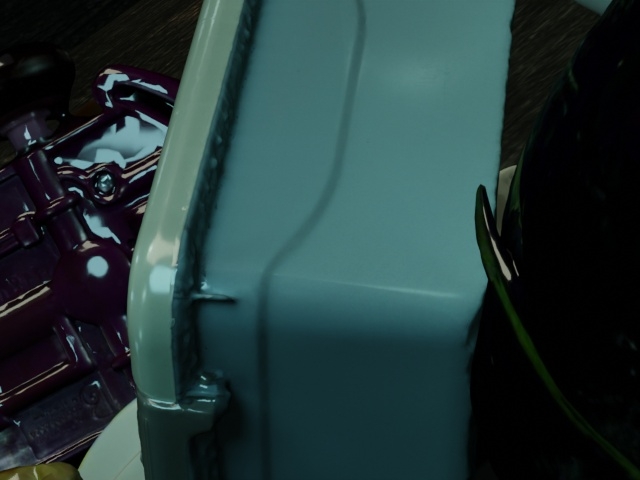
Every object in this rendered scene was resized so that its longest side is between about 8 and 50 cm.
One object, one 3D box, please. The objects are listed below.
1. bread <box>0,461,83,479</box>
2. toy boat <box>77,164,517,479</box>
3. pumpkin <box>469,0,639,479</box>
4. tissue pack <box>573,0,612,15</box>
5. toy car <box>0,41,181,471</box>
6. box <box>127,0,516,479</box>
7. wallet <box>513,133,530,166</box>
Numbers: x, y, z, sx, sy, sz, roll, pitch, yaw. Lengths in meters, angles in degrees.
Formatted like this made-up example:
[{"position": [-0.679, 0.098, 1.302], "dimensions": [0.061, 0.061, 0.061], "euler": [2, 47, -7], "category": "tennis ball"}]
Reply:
[{"position": [-0.225, 0.260, 0.634], "dimensions": [0.314, 0.191, 0.370], "euler": [-29, 12, 29], "category": "bread"}, {"position": [0.013, 0.083, 0.772], "dimensions": [0.269, 0.141, 0.141], "euler": [-29, 16, -10], "category": "toy boat"}, {"position": [0.198, 0.007, 0.502], "dimensions": [0.296, 0.296, 0.296], "euler": [-30, 17, 10], "category": "pumpkin"}, {"position": [0.209, -0.220, 0.629], "dimensions": [0.356, 0.266, 0.194], "euler": [121, 172, -62], "category": "tissue pack"}, {"position": [-0.154, 0.049, 1.052], "dimensions": [0.341, 0.271, 0.240], "euler": [-27, -3, 9], "category": "toy car"}, {"position": [0.000, 0.000, 0.655], "dimensions": [0.130, 0.162, 0.227], "euler": [4, 44, 5], "category": "box"}, {"position": [0.195, -0.057, 1.007], "dimensions": [0.229, 0.049, 0.182], "euler": [-21, 23, 39], "category": "wallet"}]
